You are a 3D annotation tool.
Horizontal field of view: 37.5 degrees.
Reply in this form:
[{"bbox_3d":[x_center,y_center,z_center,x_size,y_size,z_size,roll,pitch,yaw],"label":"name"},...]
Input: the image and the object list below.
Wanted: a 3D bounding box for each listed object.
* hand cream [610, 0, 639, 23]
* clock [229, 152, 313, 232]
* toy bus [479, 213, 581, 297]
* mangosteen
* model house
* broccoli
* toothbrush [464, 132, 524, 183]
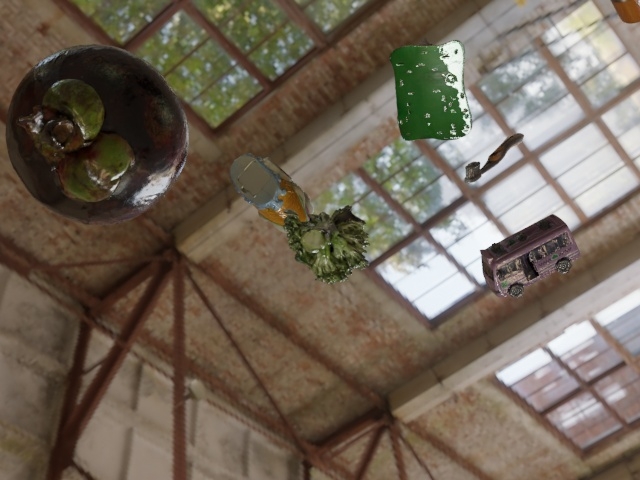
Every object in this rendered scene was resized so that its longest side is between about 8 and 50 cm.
[{"bbox_3d":[0.425,-0.476,1.425,0.314,0.139,0.089,52,-119,-29],"label":"hand cream"},{"bbox_3d":[-0.096,-0.094,1.915,0.231,0.103,0.144,48,-172,35],"label":"clock"},{"bbox_3d":[0.436,0.033,1.980,0.108,0.199,0.096,63,179,-25],"label":"toy bus"},{"bbox_3d":[-0.386,-0.165,1.562,0.306,0.306,0.359,52,-153,-7],"label":"mangosteen"},{"bbox_3d":[0.172,-0.245,1.448,0.088,0.117,0.167,-77,-23,-51],"label":"model house"},{"bbox_3d":[0.002,0.000,1.315,0.204,0.118,0.122,16,-121,-80],"label":"broccoli"},{"bbox_3d":[0.296,-0.143,1.584,0.321,0.023,0.031,-32,-53,-59],"label":"toothbrush"}]
